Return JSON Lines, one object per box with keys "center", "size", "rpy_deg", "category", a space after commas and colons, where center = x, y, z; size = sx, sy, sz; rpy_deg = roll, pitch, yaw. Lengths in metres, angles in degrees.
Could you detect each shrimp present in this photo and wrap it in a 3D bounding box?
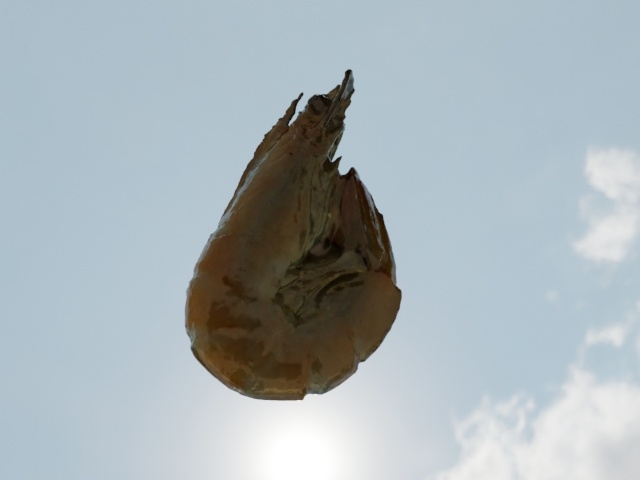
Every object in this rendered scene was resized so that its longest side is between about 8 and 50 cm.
{"center": [0.000, 0.000, 0.403], "size": [0.059, 0.023, 0.108], "rpy_deg": [25, -116, 3], "category": "shrimp"}
